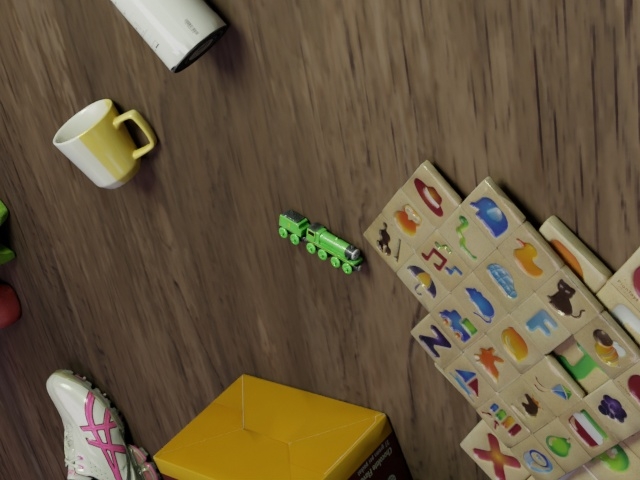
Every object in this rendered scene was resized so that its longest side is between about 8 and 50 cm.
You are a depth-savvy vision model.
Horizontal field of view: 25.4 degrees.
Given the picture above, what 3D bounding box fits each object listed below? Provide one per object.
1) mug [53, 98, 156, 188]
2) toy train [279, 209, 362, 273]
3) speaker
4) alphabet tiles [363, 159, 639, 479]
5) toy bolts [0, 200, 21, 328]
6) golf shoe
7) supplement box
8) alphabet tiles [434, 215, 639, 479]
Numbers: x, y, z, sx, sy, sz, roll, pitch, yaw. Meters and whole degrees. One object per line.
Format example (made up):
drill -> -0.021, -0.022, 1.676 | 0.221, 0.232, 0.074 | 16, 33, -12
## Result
mug -> -0.185, -0.079, 1.231 | 0.078, 0.062, 0.064 | 6, 137, 55
toy train -> 0.000, 0.000, 1.131 | 0.083, 0.017, 0.024 | 29, 132, 29
speaker -> -0.133, -0.192, 1.053 | 0.136, 0.055, 0.055 | 49, 148, 0
alphabet tiles -> 0.129, 0.058, 1.022 | 0.237, 0.009, 0.198 | 50, 149, 8
toy bolts -> -0.452, 0.037, 1.573 | 0.218, 0.158, 0.228 | 31, 144, 26
golf shoe -> -0.261, 0.234, 1.621 | 0.186, 0.086, 0.067 | 57, 148, -10
supplement box -> -0.017, 0.253, 1.308 | 0.191, 0.129, 0.194 | 10, 131, 44
alphabet tiles -> 0.217, 0.141, 1.002 | 0.285, 0.011, 0.342 | 47, 148, 12
